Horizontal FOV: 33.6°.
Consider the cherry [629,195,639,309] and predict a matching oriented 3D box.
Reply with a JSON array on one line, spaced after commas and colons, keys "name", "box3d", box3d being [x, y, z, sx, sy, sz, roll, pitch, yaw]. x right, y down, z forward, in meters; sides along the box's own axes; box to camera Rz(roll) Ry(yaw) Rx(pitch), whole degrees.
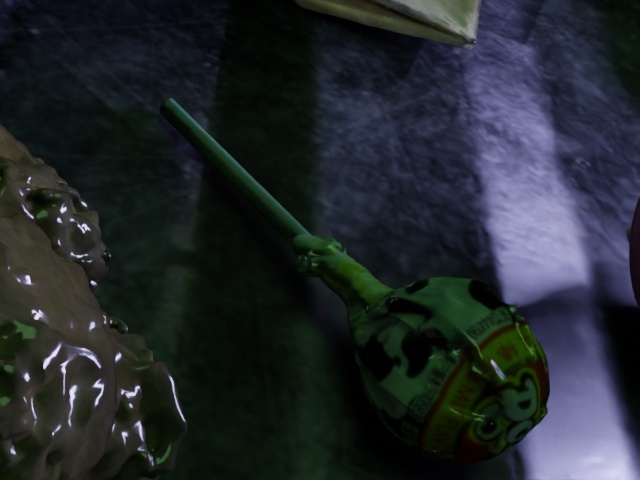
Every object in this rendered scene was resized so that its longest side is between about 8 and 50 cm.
[{"name": "cherry", "box3d": [0.286, 0.026, 0.623, 0.192, 0.175, 0.250, 28, 40, -16]}]

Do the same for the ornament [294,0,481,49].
[{"name": "ornament", "box3d": [0.064, -0.210, 0.851, 0.201, 0.059, 0.180, -17, 57, -37]}]

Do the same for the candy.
[{"name": "candy", "box3d": [0.000, 0.000, 0.572, 0.083, 0.091, 0.305, -18, 50, -38]}]

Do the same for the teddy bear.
[{"name": "teddy bear", "box3d": [-0.173, 0.019, 0.393, 0.267, 0.156, 0.256, -11, 54, -38]}]
